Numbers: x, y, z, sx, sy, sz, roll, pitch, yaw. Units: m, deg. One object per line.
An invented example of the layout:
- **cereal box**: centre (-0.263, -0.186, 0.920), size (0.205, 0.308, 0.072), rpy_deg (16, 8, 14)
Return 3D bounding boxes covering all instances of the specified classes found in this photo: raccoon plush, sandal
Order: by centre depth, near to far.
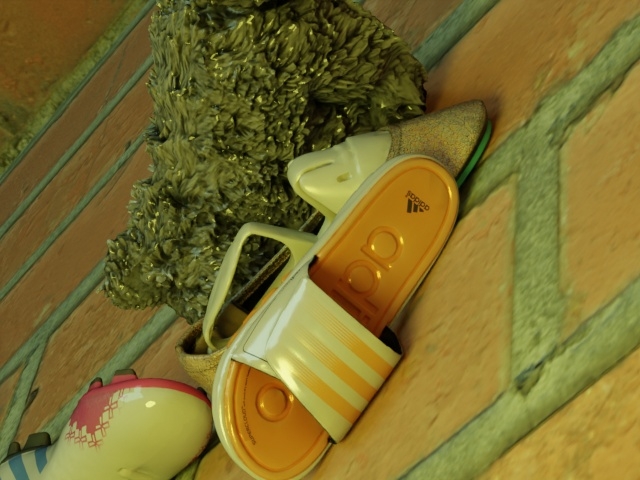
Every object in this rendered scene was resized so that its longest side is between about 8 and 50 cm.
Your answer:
- **sandal**: centre (0.019, 0.046, 1.258), size (0.265, 0.102, 0.076), rpy_deg (-58, 15, -13)
- **raccoon plush**: centre (-0.116, -0.095, 1.425), size (0.216, 0.446, 0.299), rpy_deg (27, 83, 39)

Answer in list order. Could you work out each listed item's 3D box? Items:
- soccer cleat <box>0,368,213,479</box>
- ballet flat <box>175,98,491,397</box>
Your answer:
- **soccer cleat**: centre (-0.186, 0.214, 1.514), size (0.331, 0.116, 0.143), rpy_deg (-35, 43, 52)
- **ballet flat**: centre (0.000, 0.000, 1.378), size (0.316, 0.106, 0.107), rpy_deg (-52, 18, 11)
